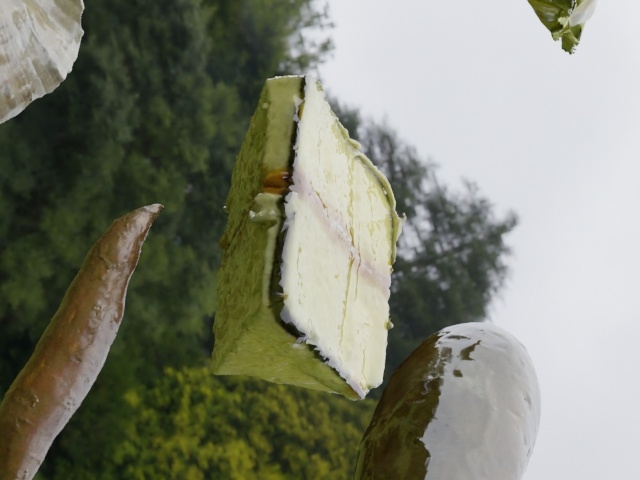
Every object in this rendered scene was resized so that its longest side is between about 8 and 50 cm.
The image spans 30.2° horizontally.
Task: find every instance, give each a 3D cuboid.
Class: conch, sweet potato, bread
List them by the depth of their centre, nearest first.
[{"bbox_3d":[0.068,0.191,0.842,0.130,0.423,0.131,15,-49,18],"label":"sweet potato"},{"bbox_3d":[-0.224,0.103,1.062,0.066,0.314,0.072,28,-8,0],"label":"sweet potato"},{"bbox_3d":[-0.385,-0.202,1.086,0.186,0.324,0.263,95,-17,-78],"label":"conch"},{"bbox_3d":[0.000,0.000,1.165,0.236,0.198,0.263,106,-10,-63],"label":"bread"}]

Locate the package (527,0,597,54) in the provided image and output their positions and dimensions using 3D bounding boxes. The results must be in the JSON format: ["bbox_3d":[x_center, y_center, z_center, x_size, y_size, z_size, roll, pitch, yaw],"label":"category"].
[{"bbox_3d":[0.221,-0.298,1.121,0.168,0.090,0.226,12,70,-77],"label":"package"}]
